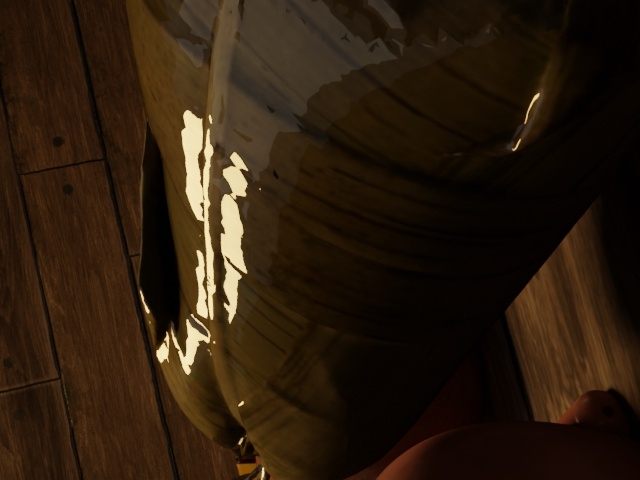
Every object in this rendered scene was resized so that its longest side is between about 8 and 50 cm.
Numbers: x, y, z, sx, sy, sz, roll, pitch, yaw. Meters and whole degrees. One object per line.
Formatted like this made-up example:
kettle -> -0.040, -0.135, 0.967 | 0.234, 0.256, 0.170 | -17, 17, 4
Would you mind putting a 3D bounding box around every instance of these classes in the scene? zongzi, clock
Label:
zongzi -> -0.067, -0.091, 0.602 | 0.467, 0.218, 0.500 | 46, 132, 21
clock -> 0.121, 0.226, 0.600 | 0.142, 0.241, 0.227 | 101, 155, -54

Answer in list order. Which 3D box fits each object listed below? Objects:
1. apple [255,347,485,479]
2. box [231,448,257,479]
apple -> 0.019, 0.130, 0.930 | 0.306, 0.235, 0.306 | 158, 90, -77
box -> -0.031, 0.306, 1.373 | 0.264, 0.116, 0.415 | -72, -28, -61
